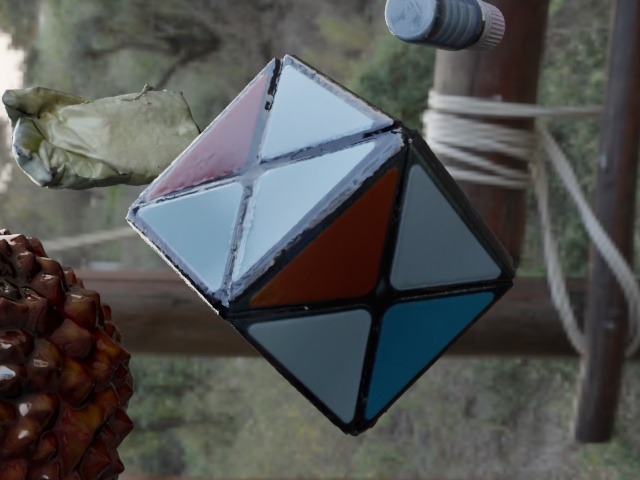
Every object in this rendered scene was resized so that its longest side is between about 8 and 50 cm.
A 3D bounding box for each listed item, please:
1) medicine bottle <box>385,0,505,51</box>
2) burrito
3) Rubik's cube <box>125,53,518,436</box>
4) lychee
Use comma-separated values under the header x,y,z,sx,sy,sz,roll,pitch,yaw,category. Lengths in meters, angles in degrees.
x,y,z,sx,sy,sz,roll,pitch,yaw,category
0.170,-0.291,1.662,0.083,0.203,0.083,2,94,36,medicine bottle
-0.365,-0.160,2.088,0.135,0.332,0.190,-39,63,51,burrito
0.000,0.000,1.260,0.246,0.250,0.248,47,177,-40,Rubik's cube
-0.424,0.176,1.195,0.424,0.500,0.424,167,90,-87,lychee
